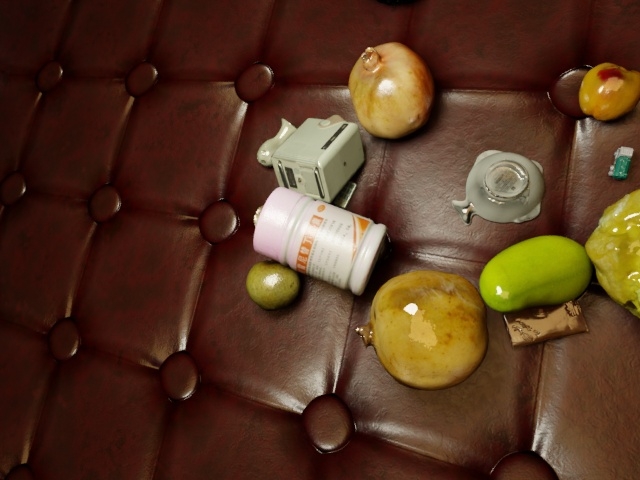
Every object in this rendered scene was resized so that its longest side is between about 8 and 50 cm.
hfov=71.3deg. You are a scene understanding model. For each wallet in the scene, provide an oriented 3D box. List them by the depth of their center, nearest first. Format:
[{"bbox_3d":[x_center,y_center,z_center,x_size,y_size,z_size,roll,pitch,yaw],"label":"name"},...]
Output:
[{"bbox_3d":[0.546,0.199,1.091,0.176,0.026,0.095,-16,71,14],"label":"wallet"}]

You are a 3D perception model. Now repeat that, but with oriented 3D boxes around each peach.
[{"bbox_3d":[0.716,-0.366,1.109,0.138,0.138,0.138,-4,77,18],"label":"peach"}]

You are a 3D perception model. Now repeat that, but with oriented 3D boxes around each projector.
[{"bbox_3d":[0.003,-0.238,1.270,0.177,0.163,0.242,18,54,31],"label":"projector"}]

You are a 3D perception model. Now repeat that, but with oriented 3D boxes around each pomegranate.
[{"bbox_3d":[0.257,0.207,1.063,0.307,0.307,0.308,-4,77,18],"label":"pomegranate"},{"bbox_3d":[0.187,-0.419,1.224,0.228,0.270,0.252,-15,66,24],"label":"pomegranate"}]

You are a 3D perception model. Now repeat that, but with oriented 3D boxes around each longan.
[{"bbox_3d":[-0.133,0.114,1.279,0.154,0.145,0.176,9,83,-8],"label":"longan"}]

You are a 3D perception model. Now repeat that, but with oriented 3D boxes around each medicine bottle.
[{"bbox_3d":[0.000,0.000,1.201,0.315,0.202,0.202,21,85,11],"label":"medicine bottle"}]

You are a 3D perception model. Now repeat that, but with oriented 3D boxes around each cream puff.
[{"bbox_3d":[0.773,0.036,0.890,0.377,0.275,0.379,0,80,0],"label":"cream puff"}]

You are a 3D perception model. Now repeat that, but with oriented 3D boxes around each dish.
[{"bbox_3d":[0.469,-0.141,1.167,0.246,0.078,0.224,-32,71,10],"label":"dish"}]

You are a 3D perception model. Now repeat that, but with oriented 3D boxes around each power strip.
[{"bbox_3d":[0.075,-0.137,1.334,0.040,0.016,0.090,26,87,22],"label":"power strip"}]

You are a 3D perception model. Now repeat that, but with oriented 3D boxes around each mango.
[{"bbox_3d":[0.494,0.081,1.036,0.293,0.143,0.175,-18,43,-18],"label":"mango"}]

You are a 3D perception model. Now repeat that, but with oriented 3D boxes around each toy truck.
[{"bbox_3d":[0.745,-0.190,1.101,0.039,0.044,0.083,16,84,18],"label":"toy truck"}]

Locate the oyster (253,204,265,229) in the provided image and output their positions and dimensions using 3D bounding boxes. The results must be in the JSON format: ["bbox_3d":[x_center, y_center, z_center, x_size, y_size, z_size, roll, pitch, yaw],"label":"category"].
[{"bbox_3d":[-0.143,-0.037,1.366,0.105,0.056,0.177,-33,69,16],"label":"oyster"}]

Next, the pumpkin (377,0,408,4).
[{"bbox_3d":[0.224,-0.868,1.351,0.295,0.296,0.296,-4,77,18],"label":"pumpkin"}]

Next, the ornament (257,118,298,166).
[{"bbox_3d":[-0.139,-0.303,1.418,0.074,0.081,0.156,36,90,-14],"label":"ornament"}]
